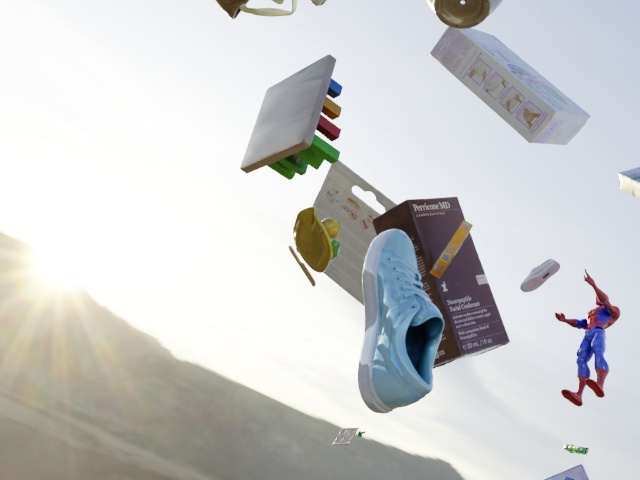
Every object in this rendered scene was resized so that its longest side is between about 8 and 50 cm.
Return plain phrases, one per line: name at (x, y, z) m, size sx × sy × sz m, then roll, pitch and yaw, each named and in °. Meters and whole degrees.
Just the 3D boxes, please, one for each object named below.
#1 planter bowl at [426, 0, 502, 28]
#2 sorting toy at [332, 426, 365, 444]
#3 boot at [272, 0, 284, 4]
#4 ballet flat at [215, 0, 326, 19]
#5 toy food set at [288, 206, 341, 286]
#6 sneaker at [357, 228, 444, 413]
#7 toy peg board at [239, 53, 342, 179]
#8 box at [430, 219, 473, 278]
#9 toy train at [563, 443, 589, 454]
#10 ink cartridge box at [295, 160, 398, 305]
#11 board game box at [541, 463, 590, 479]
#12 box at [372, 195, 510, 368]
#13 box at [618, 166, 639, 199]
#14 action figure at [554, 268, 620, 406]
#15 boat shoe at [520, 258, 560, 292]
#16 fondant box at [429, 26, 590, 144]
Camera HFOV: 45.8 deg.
planter bowl at (0.250, -0.440, 1.317) m, size 0.162 × 0.109 × 0.162 m, roll 9°, pitch -34°, yaw 6°
sorting toy at (0.073, 0.483, 1.860) m, size 0.083 × 0.062 × 0.012 m, roll -15°, pitch -67°, yaw 44°
boot at (-0.087, -0.677, 1.784) m, size 0.165 × 0.213 × 0.077 m, roll -35°, pitch -33°, yaw 31°
ballet flat at (-0.057, -0.492, 1.427) m, size 0.343 × 0.116 × 0.124 m, roll -9°, pitch -61°, yaw 27°
toy food set at (0.000, 0.000, 1.710) m, size 0.128 × 0.071 × 0.218 m, roll 54°, pitch -27°, yaw 16°
sneaker at (0.166, 0.130, 1.371) m, size 0.150 × 0.365 × 0.135 m, roll -21°, pitch -39°, yaw 37°
toy peg board at (-0.028, -0.175, 1.163) m, size 0.079 × 0.160 × 0.161 m, roll 32°, pitch -30°, yaw -32°
box at (0.287, 0.014, 1.643) m, size 0.028 × 0.136 × 0.081 m, roll 32°, pitch -45°, yaw 7°
toy train at (0.559, 0.456, 1.657) m, size 0.024 × 0.017 × 0.083 m, roll 28°, pitch -16°, yaw -2°
ink cartridge box at (0.112, -0.025, 2.215) m, size 0.308 × 0.091 × 0.385 m, roll 39°, pitch -48°, yaw 18°
board game box at (0.450, 0.657, 1.515) m, size 0.318 × 0.318 × 0.066 m, roll -27°, pitch -46°, yaw 12°
box at (0.284, 0.094, 1.790) m, size 0.191 × 0.381 × 0.143 m, roll -7°, pitch -18°, yaw -41°
box at (0.631, -0.100, 1.313) m, size 0.186 × 0.145 × 0.038 m, roll -112°, pitch -173°, yaw -72°
action figure at (0.514, 0.173, 1.489) m, size 0.139 × 0.280 × 0.091 m, roll 45°, pitch -46°, yaw -7°
boat shoe at (0.473, 0.074, 1.652) m, size 0.035 × 0.100 × 0.035 m, roll 49°, pitch 4°, yaw -32°
fondant box at (0.440, -0.360, 1.755) m, size 0.330 × 0.096 × 0.238 m, roll 47°, pitch 30°, yaw 23°
